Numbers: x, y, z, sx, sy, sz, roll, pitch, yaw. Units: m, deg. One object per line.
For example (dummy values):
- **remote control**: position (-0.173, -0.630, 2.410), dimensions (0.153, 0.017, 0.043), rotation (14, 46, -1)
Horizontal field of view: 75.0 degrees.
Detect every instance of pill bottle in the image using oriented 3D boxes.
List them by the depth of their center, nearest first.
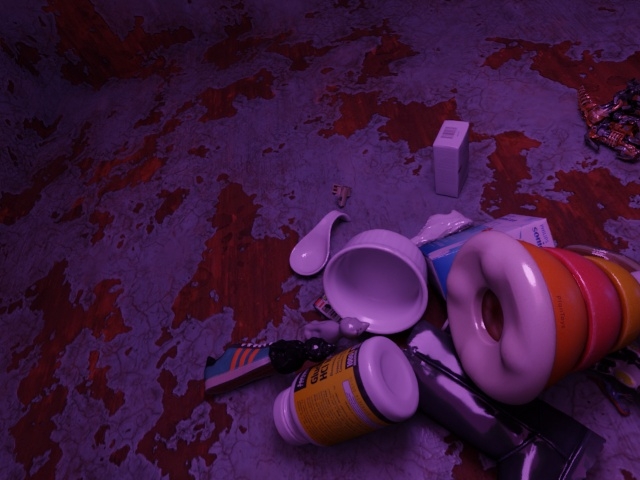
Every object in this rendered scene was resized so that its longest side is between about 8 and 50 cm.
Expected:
- **pill bottle**: position (0.048, 0.374, 0.996), dimensions (0.334, 0.188, 0.187), rotation (-35, 46, 29)

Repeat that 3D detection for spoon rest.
- **spoon rest**: position (0.000, 0.000, 1.407), dimensions (0.137, 0.084, 0.276), rotation (22, 65, 31)

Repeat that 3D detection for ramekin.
- **ramekin**: position (0.157, 0.104, 1.130), dimensions (0.277, 0.277, 0.135), rotation (2, 28, 21)

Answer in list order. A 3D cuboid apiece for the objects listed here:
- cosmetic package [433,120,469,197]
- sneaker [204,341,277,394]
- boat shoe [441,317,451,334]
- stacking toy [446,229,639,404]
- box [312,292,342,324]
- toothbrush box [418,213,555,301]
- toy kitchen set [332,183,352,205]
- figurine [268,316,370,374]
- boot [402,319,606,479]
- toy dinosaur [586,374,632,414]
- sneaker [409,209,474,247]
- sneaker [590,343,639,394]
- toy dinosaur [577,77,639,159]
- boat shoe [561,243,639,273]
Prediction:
- **cosmetic package**: position (0.423, -0.257, 1.344), dimensions (0.086, 0.231, 0.117), rotation (16, 63, 29)
- **sneaker**: position (-0.208, 0.342, 1.221), dimensions (0.302, 0.108, 0.121), rotation (-22, 56, 6)
- **boat shoe**: position (0.417, 0.179, 1.102), dimensions (0.255, 0.095, 0.079), rotation (-28, 63, -34)
- **stacking toy**: position (0.550, 0.147, 0.891), dimensions (0.480, 0.350, 0.350), rotation (-2, 52, -9)
- **box**: position (0.087, 0.161, 1.290), dimensions (0.207, 0.036, 0.114), rotation (-45, 54, -14)
- **toothbrush box**: position (0.436, 0.039, 1.127), dimensions (0.296, 0.216, 0.126), rotation (-19, 95, 6)
- **toy kitchen set**: position (0.060, -0.166, 1.518), dimensions (0.075, 0.083, 0.068), rotation (18, 105, 30)
- **figurine**: position (0.004, 0.267, 1.102), dimensions (0.215, 0.092, 0.209), rotation (-21, -3, -41)
- **boot**: position (0.317, 0.433, 0.940), dimensions (0.445, 0.146, 0.367), rotation (33, 64, 32)
- **toy dinosaur**: position (0.670, 0.354, 0.954), dimensions (0.090, 0.047, 0.082), rotation (-21, 53, 48)
- **sneaker**: position (0.353, -0.023, 1.305), dimensions (0.232, 0.090, 0.115), rotation (-23, 44, -8)
- **sneaker**: position (0.702, 0.279, 0.953), dimensions (0.107, 0.118, 0.279), rotation (-64, 30, 16)
- **toy dinosaur**: position (0.932, -0.399, 1.326), dimensions (0.218, 0.164, 0.321), rotation (-31, 71, 17)
- **boat shoe**: position (0.746, 0.118, 1.033), dimensions (0.324, 0.122, 0.120), rotation (29, 75, 33)
